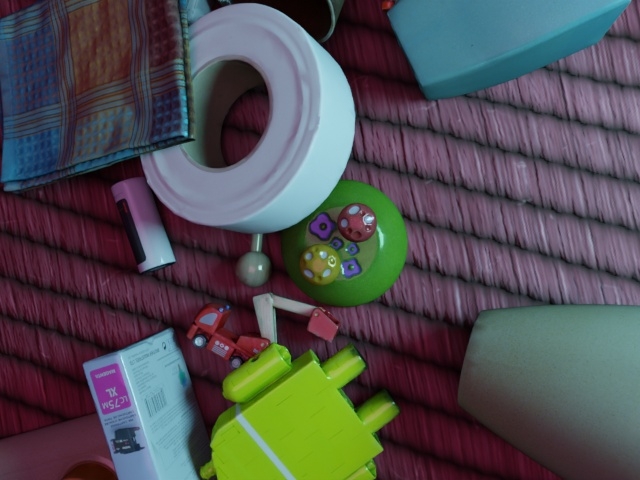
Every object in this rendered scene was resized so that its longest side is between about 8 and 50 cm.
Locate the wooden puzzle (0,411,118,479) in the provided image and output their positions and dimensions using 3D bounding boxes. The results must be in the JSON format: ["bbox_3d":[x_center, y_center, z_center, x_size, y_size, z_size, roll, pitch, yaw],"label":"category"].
[{"bbox_3d":[-0.392,0.458,0.817,0.321,0.080,0.348,-17,88,8],"label":"wooden puzzle"}]

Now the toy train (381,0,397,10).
[{"bbox_3d":[0.132,-0.388,0.736,0.166,0.046,0.125,-40,68,44],"label":"toy train"}]

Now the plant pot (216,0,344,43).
[{"bbox_3d":[-0.028,-0.419,0.717,0.215,0.215,0.231,25,79,7],"label":"plant pot"}]

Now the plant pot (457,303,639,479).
[{"bbox_3d":[0.313,0.179,0.651,0.273,0.256,0.257,13,92,23],"label":"plant pot"}]

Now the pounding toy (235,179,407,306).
[{"bbox_3d":[0.000,0.000,0.745,0.236,0.110,0.183,9,91,8],"label":"pounding toy"}]

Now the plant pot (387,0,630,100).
[{"bbox_3d":[0.215,-0.285,0.692,0.234,0.165,0.166,-26,86,14],"label":"plant pot"}]

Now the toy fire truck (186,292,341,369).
[{"bbox_3d":[-0.082,0.126,0.789,0.192,0.047,0.135,29,94,8],"label":"toy fire truck"}]

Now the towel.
[{"bbox_3d":[-0.330,-0.228,0.762,0.370,0.040,0.272,-8,86,28],"label":"towel"}]

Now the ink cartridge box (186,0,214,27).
[{"bbox_3d":[-0.276,-0.470,0.806,0.296,0.066,0.261,19,93,7],"label":"ink cartridge box"}]

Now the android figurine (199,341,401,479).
[{"bbox_3d":[-0.033,0.263,0.745,0.272,0.056,0.248,-37,103,1],"label":"android figurine"}]

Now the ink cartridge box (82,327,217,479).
[{"bbox_3d":[-0.204,0.285,0.736,0.065,0.186,0.311,-21,88,5],"label":"ink cartridge box"}]

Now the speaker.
[{"bbox_3d":[-0.261,-0.023,0.811,0.055,0.055,0.136,-20,88,8],"label":"speaker"}]

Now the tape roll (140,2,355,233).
[{"bbox_3d":[-0.103,-0.153,0.723,0.286,0.100,0.287,-3,84,26],"label":"tape roll"}]
